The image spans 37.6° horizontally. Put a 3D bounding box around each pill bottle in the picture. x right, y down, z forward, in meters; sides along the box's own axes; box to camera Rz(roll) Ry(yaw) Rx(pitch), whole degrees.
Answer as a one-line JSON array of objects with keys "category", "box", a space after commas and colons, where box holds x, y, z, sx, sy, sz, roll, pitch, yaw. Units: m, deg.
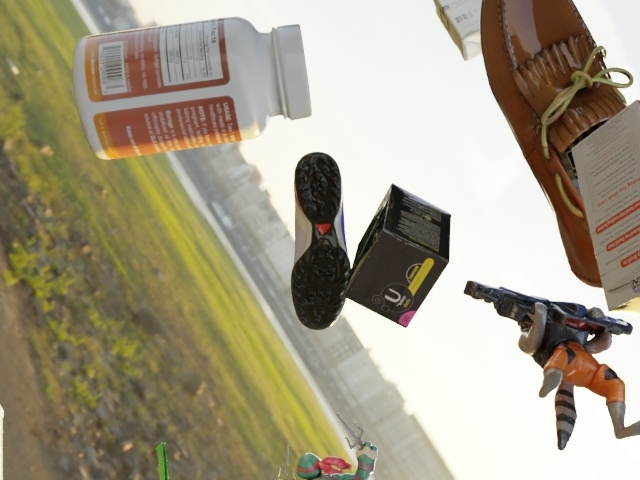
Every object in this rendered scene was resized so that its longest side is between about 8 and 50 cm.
[{"category": "pill bottle", "box": [-0.120, -0.151, 0.913, 0.121, 0.216, 0.121, 173, -90, -89]}]

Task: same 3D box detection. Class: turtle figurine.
[{"category": "turtle figurine", "box": [0.008, 0.381, 1.393, 0.118, 0.175, 0.234, -67, 139, -69]}]

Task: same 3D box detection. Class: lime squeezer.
[{"category": "lime squeezer", "box": [-0.240, 0.524, 1.712, 0.310, 0.110, 0.059, 47, -7, 28]}]

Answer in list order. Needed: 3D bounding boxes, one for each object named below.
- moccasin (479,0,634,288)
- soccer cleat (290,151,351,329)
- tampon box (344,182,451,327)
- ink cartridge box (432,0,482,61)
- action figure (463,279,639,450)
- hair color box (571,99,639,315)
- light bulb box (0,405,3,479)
[{"category": "moccasin", "box": [0.284, -0.127, 1.036, 0.147, 0.139, 0.380, 166, -92, -76]}, {"category": "soccer cleat", "box": [0.000, 0.000, 1.699, 0.116, 0.108, 0.318, -60, 148, -87]}, {"category": "tampon box", "box": [0.111, 0.018, 1.308, 0.101, 0.120, 0.161, 27, 27, -4]}, {"category": "ink cartridge box", "box": [0.267, -0.416, 1.679, 0.060, 0.104, 0.180, 66, 2, -55]}, {"category": "action figure", "box": [0.399, 0.201, 1.682, 0.341, 0.179, 0.330, 17, 23, -8]}, {"category": "hair color box", "box": [0.286, -0.028, 0.832, 0.093, 0.053, 0.167, -43, -135, 54]}, {"category": "light bulb box", "box": [-0.826, 0.418, 1.819, 0.358, 0.361, 0.225, -127, -165, -61]}]
